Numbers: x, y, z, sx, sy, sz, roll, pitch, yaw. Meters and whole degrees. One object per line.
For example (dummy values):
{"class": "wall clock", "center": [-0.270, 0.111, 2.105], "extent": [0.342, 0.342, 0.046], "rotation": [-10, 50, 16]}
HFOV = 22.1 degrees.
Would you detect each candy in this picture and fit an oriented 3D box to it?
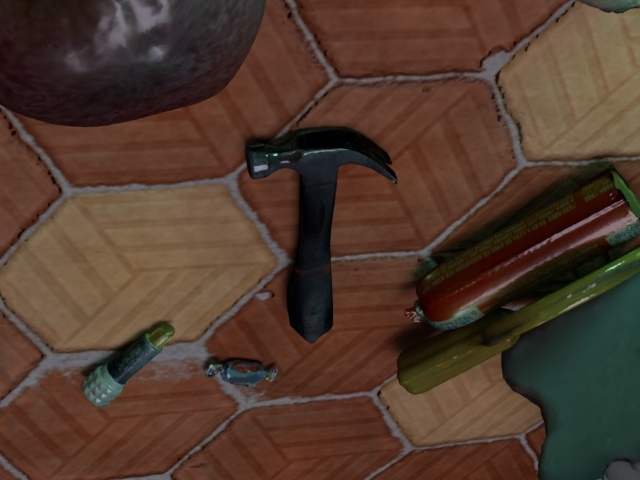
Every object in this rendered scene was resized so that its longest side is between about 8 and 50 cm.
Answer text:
{"class": "candy", "center": [-0.085, 0.141, 1.733], "extent": [0.083, 0.020, 0.030], "rotation": [9, 136, -33]}

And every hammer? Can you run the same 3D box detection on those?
{"class": "hammer", "center": [0.000, 0.000, 1.576], "extent": [0.137, 0.037, 0.290], "rotation": [-9, 142, -8]}

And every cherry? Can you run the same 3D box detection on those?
{"class": "cherry", "center": [-0.149, -0.189, 1.159], "extent": [0.239, 0.206, 0.239], "rotation": [-35, 175, -4]}

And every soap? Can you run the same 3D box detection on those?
{"class": "soap", "center": [0.450, 0.196, 1.840], "extent": [0.350, 0.213, 0.435], "rotation": [-30, 145, 22]}

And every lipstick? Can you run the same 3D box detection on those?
{"class": "lipstick", "center": [-0.192, 0.122, 1.658], "extent": [0.116, 0.037, 0.037], "rotation": [-41, 137, 22]}

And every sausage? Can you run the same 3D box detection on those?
{"class": "sausage", "center": [0.198, 0.018, 1.646], "extent": [0.264, 0.083, 0.083], "rotation": [-29, 141, 18]}

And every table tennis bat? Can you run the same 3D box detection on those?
{"class": "table tennis bat", "center": [0.211, 0.075, 1.697], "extent": [0.321, 0.050, 0.198], "rotation": [-30, 176, 26]}

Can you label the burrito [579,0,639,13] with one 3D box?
{"class": "burrito", "center": [0.163, -0.242, 1.310], "extent": [0.309, 0.066, 0.096], "rotation": [9, 131, -31]}
